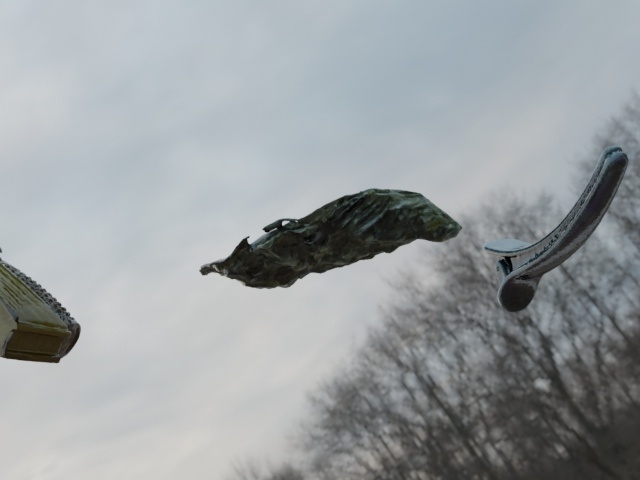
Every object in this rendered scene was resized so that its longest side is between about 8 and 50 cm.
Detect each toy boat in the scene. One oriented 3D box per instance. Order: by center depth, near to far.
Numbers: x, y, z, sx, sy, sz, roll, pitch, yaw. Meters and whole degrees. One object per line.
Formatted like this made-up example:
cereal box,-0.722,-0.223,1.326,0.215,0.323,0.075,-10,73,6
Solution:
toy boat,-0.181,0.018,0.493,0.047,0.149,0.049,-64,-23,7

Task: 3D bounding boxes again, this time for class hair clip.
hair clip,0.228,-0.009,0.954,0.048,0.083,0.275,-5,-19,-16

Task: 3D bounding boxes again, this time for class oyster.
oyster,-0.001,-0.003,1.115,0.252,0.087,0.199,-7,-15,-33
